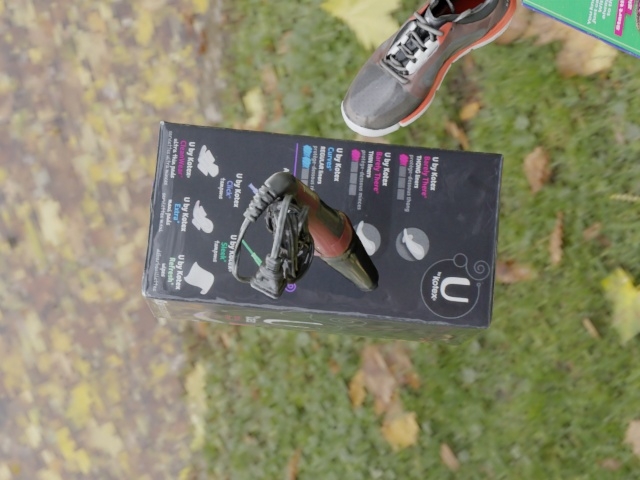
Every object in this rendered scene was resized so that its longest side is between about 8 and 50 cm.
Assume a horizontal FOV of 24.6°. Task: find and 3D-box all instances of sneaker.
[{"bbox_3d":[0.072,-0.144,1.061,0.158,0.065,0.061,-45,67,-3],"label":"sneaker"}]

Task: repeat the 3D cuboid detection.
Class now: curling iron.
[{"bbox_3d":[-0.002,0.007,0.925,0.035,0.274,0.068,24,89,14],"label":"curling iron"}]

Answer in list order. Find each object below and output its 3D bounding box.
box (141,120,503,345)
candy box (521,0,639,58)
[{"bbox_3d":[0.000,0.000,1.191,0.270,0.165,0.143,5,81,-1],"label":"box"},{"bbox_3d":[0.349,-0.192,1.180,0.317,0.268,0.122,-134,54,-65],"label":"candy box"}]
